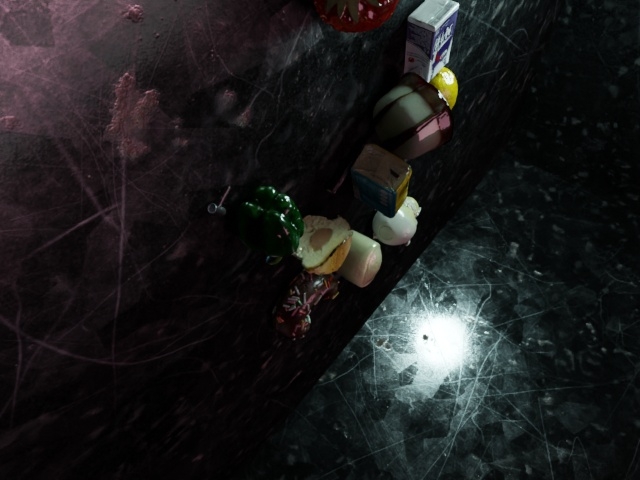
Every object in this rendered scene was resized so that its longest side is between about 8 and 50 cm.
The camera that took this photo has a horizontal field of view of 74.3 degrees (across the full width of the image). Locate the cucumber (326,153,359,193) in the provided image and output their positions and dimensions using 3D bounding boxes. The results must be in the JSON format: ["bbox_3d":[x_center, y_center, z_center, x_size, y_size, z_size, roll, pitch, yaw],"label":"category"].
[{"bbox_3d":[0.076,-0.234,1.464,0.039,0.043,0.163,36,81,-27],"label":"cucumber"}]

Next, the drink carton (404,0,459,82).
[{"bbox_3d":[0.350,-0.641,1.362,0.134,0.102,0.222,-50,158,-17],"label":"drink carton"}]

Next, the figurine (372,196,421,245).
[{"bbox_3d":[0.370,-0.108,2.074,0.275,0.226,0.394,-34,-174,39],"label":"figurine"}]

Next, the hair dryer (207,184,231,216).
[{"bbox_3d":[-0.244,-0.102,1.050,0.083,0.026,0.047,-64,158,2],"label":"hair dryer"}]

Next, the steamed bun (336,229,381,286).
[{"bbox_3d":[0.154,0.090,1.839,0.155,0.200,0.250,-39,149,-30],"label":"steamed bun"}]

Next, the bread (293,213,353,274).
[{"bbox_3d":[-0.001,-0.006,1.438,0.211,0.184,0.224,-58,159,3],"label":"bread"}]

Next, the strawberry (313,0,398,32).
[{"bbox_3d":[0.085,-0.552,0.914,0.244,0.205,0.205,-58,172,-63],"label":"strawberry"}]

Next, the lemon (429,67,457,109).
[{"bbox_3d":[0.416,-0.535,1.541,0.170,0.170,0.207,-43,156,-26],"label":"lemon"}]

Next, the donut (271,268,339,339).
[{"bbox_3d":[-0.059,0.243,1.730,0.345,0.136,0.259,-52,160,-11],"label":"donut"}]

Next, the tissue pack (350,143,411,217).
[{"bbox_3d":[0.220,-0.211,1.533,0.134,0.192,0.271,-56,166,-8],"label":"tissue pack"}]

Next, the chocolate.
[{"bbox_3d":[0.284,-0.392,1.409,0.186,0.283,0.283,-35,154,-5],"label":"chocolate"}]

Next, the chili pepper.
[{"bbox_3d":[-0.134,-0.031,1.185,0.261,0.174,0.165,77,27,-59],"label":"chili pepper"}]
